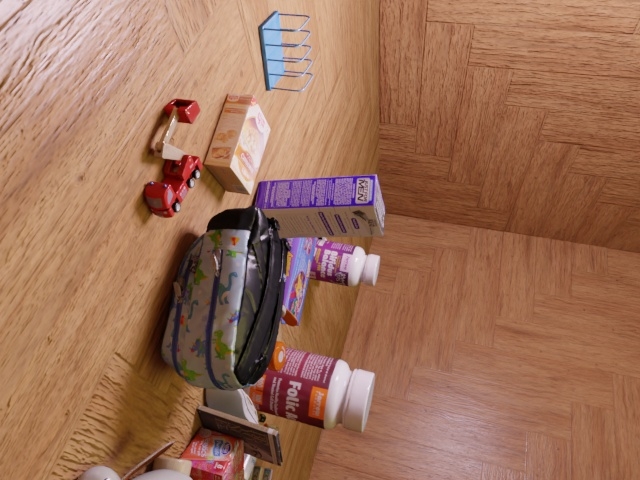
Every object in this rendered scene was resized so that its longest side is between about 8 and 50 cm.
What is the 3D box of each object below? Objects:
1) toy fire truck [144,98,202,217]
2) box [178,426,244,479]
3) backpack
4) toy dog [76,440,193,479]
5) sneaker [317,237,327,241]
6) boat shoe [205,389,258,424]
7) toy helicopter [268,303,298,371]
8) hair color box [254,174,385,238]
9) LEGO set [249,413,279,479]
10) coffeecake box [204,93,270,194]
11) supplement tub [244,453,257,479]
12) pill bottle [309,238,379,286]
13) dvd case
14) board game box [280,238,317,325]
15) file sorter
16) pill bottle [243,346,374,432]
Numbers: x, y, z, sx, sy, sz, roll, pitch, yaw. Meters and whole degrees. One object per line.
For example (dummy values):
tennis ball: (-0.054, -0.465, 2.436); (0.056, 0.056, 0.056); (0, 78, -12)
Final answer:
toy fire truck: (-0.270, -0.152, 0.883); (0.135, 0.047, 0.191); (81, 24, -53)
box: (-0.278, 0.632, 1.245); (0.122, 0.128, 0.256); (-55, 153, -61)
backpack: (-0.195, 0.146, 1.051); (0.290, 0.274, 0.355); (71, 10, -68)
toy dog: (-0.308, 0.496, 0.918); (0.334, 0.161, 0.219); (41, 45, -76)
sneaker: (0.000, 0.000, 2.127); (0.069, 0.038, 0.098); (-57, 144, -55)
boat shoe: (-0.234, 0.453, 1.324); (0.088, 0.096, 0.267); (-111, 175, -62)
toy helicopter: (-0.159, 0.195, 1.427); (0.235, 0.140, 0.354); (-35, 123, -64)
hair color box: (0.005, -0.091, 1.378); (0.185, 0.339, 0.109); (61, 32, -61)
LEGO set: (-0.212, 0.716, 1.633); (0.183, 0.060, 0.244); (-25, -133, 52)
coffeecake box: (-0.188, -0.222, 1.121); (0.142, 0.068, 0.185); (61, 40, -68)
supplement tub: (-0.248, 0.720, 1.556); (0.107, 0.071, 0.070); (-65, 160, -48)
pill bottle: (0.083, 0.096, 1.957); (0.169, 0.302, 0.169); (10, 90, -76)
dvd case: (-0.207, 0.507, 1.245); (0.018, 0.222, 0.164); (-62, 158, -46)
board game box: (-0.104, 0.119, 1.691); (0.233, 0.078, 0.346); (46, 55, -73)
file sorter: (-0.084, -0.498, 1.272); (0.170, 0.105, 0.118); (86, 19, -44)
pill bottle: (-0.033, 0.483, 1.572); (0.224, 0.393, 0.223); (10, 90, -76)
